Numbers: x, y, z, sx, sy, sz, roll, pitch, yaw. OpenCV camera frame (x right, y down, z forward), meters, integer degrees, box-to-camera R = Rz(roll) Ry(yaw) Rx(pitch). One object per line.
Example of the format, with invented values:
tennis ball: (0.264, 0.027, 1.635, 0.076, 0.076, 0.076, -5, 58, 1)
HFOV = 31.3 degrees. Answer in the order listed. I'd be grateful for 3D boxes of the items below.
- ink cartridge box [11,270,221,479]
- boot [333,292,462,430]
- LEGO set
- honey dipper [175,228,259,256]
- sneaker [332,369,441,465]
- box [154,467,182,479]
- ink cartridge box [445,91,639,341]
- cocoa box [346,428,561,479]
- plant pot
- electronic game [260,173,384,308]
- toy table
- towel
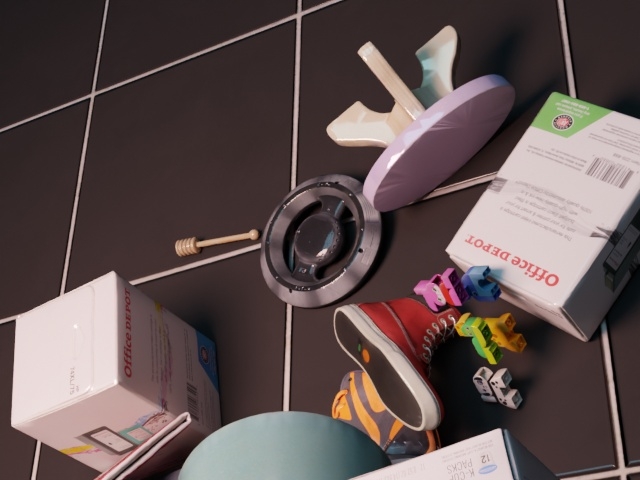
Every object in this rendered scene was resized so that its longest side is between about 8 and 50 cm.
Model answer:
ink cartridge box: (-0.309, 0.217, 1.760, 0.197, 0.270, 0.198, -24, 51, 20)
boot: (0.148, 0.155, 1.578, 0.176, 0.088, 0.244, -11, 38, -23)
LEGO set: (0.204, 0.114, 1.552, 0.093, 0.227, 0.087, -3, 34, 46)
honey dipper: (-0.176, 0.000, 1.977, 0.160, 0.030, 0.030, -11, 56, 24)
sneaker: (0.008, 0.290, 1.605, 0.321, 0.125, 0.180, -9, 49, 7)
box: (-0.198, 0.411, 1.638, 0.156, 0.158, 0.093, -26, 50, 17)
ink cartridge box: (0.345, -0.037, 1.585, 0.211, 0.121, 0.289, 29, 80, 42)
cocoa box: (0.188, 0.397, 1.260, 0.231, 0.347, 0.228, -23, 52, 20)
plant pot: (-0.037, 0.398, 1.406, 0.293, 0.293, 0.235, -30, 30, 15)
electronic game: (0.000, 0.000, 1.843, 0.229, 0.048, 0.229, -14, 63, 29)
toy table: (0.145, -0.193, 1.757, 0.274, 0.252, 0.161, -35, 63, -4)
towel: (-0.339, 0.378, 1.650, 0.329, 0.037, 0.237, -39, -1, 36)
